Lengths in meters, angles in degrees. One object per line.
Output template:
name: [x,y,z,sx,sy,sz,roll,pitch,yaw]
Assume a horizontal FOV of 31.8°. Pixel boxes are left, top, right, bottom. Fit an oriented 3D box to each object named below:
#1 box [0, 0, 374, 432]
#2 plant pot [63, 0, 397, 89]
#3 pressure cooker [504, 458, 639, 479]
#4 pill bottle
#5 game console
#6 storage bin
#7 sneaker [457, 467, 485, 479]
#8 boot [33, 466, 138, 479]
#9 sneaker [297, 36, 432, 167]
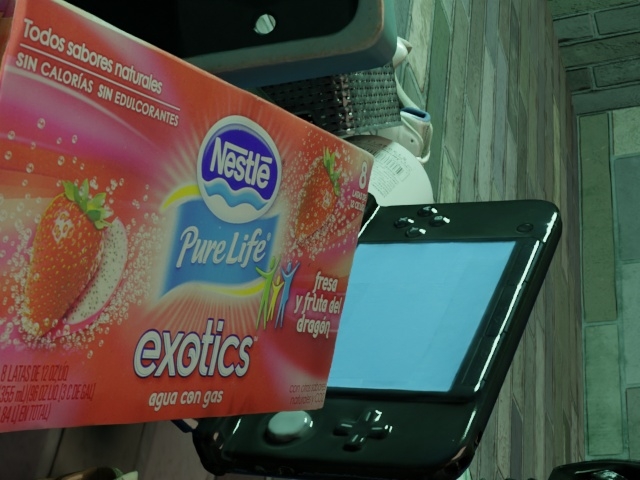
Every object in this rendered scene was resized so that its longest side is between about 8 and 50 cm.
box: [-0.108,-0.007,0.491,0.300,0.154,0.142,15,86,-65]
plant pot: [-0.071,-0.204,0.718,0.252,0.248,0.247,2,81,-77]
pressure cooker: [0.285,0.419,1.084,0.420,0.370,0.375,-64,163,-10]
pill bottle: [0.012,-0.006,1.009,0.229,0.131,0.131,-44,124,-62]
game console: [0.000,0.000,0.750,0.293,0.250,0.173,-56,136,-48]
storage bin: [-0.008,-0.132,1.016,0.180,0.122,0.084,-21,103,-70]
sneaker: [0.139,0.327,1.298,0.256,0.094,0.151,-74,153,-45]
boot: [-0.119,0.217,0.662,0.213,0.077,0.165,23,59,-67]
sneaker: [0.056,-0.072,1.162,0.111,0.129,0.297,-54,134,-65]
